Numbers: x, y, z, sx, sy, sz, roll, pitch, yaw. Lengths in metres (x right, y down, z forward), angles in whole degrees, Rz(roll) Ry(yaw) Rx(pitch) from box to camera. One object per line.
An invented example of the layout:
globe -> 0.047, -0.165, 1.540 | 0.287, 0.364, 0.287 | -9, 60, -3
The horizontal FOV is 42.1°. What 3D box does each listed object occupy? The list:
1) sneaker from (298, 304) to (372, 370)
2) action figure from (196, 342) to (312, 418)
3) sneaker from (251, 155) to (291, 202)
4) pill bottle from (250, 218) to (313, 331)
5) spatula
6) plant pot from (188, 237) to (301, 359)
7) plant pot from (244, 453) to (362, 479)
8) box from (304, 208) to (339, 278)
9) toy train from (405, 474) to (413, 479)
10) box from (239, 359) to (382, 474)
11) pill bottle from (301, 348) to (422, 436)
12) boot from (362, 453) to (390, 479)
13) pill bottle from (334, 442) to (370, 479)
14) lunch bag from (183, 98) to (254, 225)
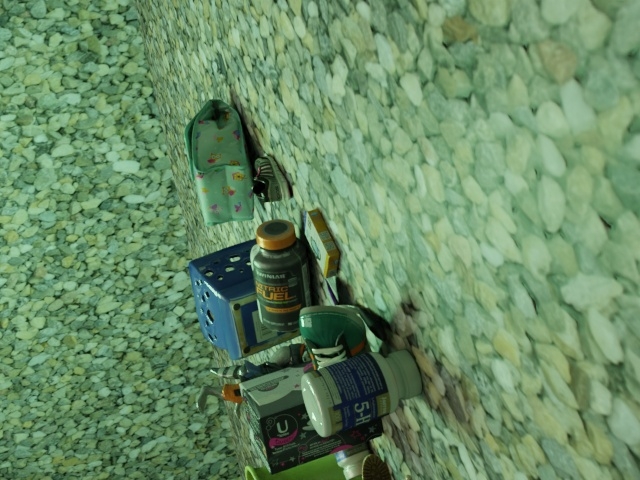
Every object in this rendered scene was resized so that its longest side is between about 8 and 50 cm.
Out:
sneaker -> 0.038, 0.223, 1.503 | 0.302, 0.108, 0.121 | 59, -153, -52
action figure -> -0.129, 0.308, 1.937 | 0.341, 0.330, 0.179 | 45, -154, -50
sneaker -> -0.128, -0.139, 1.905 | 0.170, 0.074, 0.063 | -124, 23, -48
pill bottle -> -0.089, 0.075, 1.885 | 0.130, 0.130, 0.246 | -128, 26, -53
spatula -> 0.064, 0.138, 1.601 | 0.084, 0.030, 0.296 | 64, 166, -19
plant pot -> -0.176, 0.154, 2.096 | 0.212, 0.235, 0.236 | 39, 142, 54
plant pot -> -0.014, 0.618, 1.949 | 0.276, 0.253, 0.276 | 163, 90, -74
box -> 0.000, 0.000, 1.698 | 0.081, 0.028, 0.136 | 97, 154, -55
toy train -> 0.180, 0.498, 1.557 | 0.166, 0.046, 0.125 | 126, 127, -67
box -> -0.022, 0.344, 1.711 | 0.163, 0.247, 0.142 | -141, 39, -63
pill bottle -> 0.071, 0.252, 1.411 | 0.112, 0.186, 0.112 | 163, 90, -75
boot -> 0.117, 0.523, 1.775 | 0.084, 0.059, 0.158 | -155, 49, -76
pill bottle -> 0.063, 0.454, 1.843 | 0.078, 0.078, 0.137 | 110, 141, -65
lunch bag -> -0.262, -0.207, 2.155 | 0.223, 0.160, 0.262 | 89, 169, -53
